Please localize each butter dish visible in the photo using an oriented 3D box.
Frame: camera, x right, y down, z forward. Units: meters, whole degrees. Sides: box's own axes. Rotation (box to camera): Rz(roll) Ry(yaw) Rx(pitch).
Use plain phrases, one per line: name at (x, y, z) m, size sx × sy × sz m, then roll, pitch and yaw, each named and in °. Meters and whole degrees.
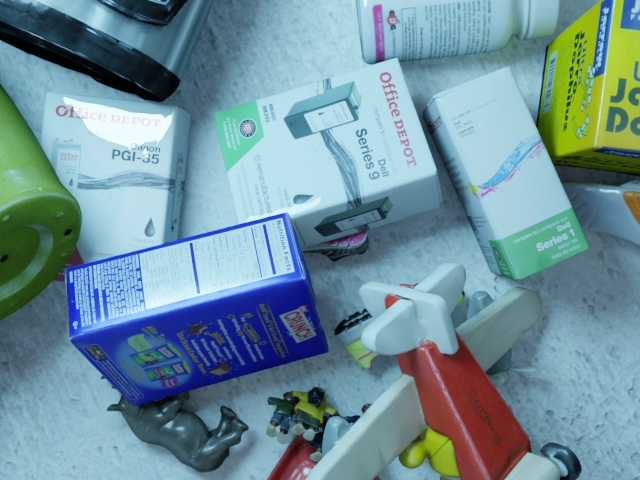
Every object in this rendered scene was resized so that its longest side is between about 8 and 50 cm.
butter dish at (-0.008, 0.404, 1.338) m, size 0.160 × 0.118 × 0.160 m, roll 32°, pitch 92°, yaw 1°

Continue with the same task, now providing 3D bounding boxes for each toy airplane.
toy airplane at (0.155, 0.222, 1.230) m, size 0.386 × 0.272 × 0.385 m, roll 15°, pitch 72°, yaw -26°

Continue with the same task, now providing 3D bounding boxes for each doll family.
doll family at (0.011, 0.280, 1.349) m, size 0.193 × 0.111 × 0.076 m, roll 31°, pitch 123°, yaw -3°

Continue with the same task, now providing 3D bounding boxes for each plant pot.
plant pot at (-0.522, -0.075, 1.171) m, size 0.353 × 0.366 × 0.366 m, roll 41°, pitch 93°, yaw 17°

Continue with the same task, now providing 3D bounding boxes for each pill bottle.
pill bottle at (0.196, -0.354, 1.287) m, size 0.283 × 0.160 × 0.160 m, roll -5°, pitch 92°, yaw 2°

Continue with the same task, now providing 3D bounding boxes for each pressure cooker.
pressure cooker at (-0.301, -0.445, 1.194) m, size 0.375 × 0.370 × 0.420 m, roll 23°, pitch 89°, yaw 6°

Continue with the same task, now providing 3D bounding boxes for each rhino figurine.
rhino figurine at (-0.240, 0.275, 1.364) m, size 0.243 × 0.073 × 0.106 m, roll 29°, pitch 89°, yaw 2°

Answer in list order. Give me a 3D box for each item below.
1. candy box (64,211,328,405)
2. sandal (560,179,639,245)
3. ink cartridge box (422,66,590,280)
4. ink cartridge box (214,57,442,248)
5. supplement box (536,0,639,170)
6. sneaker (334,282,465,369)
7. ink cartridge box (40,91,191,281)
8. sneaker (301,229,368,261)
candy box at (-0.163, 0.105, 1.244) m, size 0.317 × 0.268 × 0.122 m, roll -14°, pitch 60°, yaw 0°
sandal at (0.469, -0.056, 1.314) m, size 0.265 × 0.076 × 0.102 m, roll 18°, pitch 133°, yaw 24°
ink cartridge box at (0.262, -0.094, 1.272) m, size 0.117 × 0.201 × 0.278 m, roll -24°, pitch 90°, yaw 2°
ink cartridge box at (0.012, -0.120, 1.282) m, size 0.289 × 0.121 × 0.211 m, roll -17°, pitch 65°, yaw 3°
supplement box at (0.430, -0.197, 1.188) m, size 0.194 × 0.356 × 0.195 m, roll 7°, pitch 92°, yaw 2°
sneaker at (0.132, 0.132, 1.352) m, size 0.208 × 0.081 × 0.094 m, roll -25°, pitch 99°, yaw 8°
ink cartridge box at (-0.322, -0.075, 1.332) m, size 0.207 × 0.117 × 0.283 m, roll 6°, pitch 92°, yaw 2°
sneaker at (0.000, 0.000, 1.354) m, size 0.170 × 0.075 × 0.063 m, roll 0°, pitch 65°, yaw 22°
